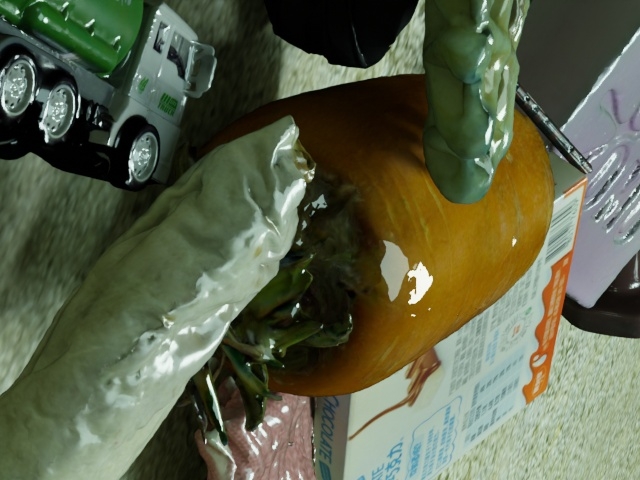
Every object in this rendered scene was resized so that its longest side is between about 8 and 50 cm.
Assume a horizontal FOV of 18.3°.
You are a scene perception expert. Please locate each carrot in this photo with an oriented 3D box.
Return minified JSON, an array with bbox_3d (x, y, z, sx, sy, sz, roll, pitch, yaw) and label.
[{"bbox_3d":[0.000,0.000,1.294,0.331,0.214,0.193,-31,115,-61],"label":"carrot"}]

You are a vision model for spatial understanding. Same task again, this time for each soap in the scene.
[{"bbox_3d":[0.241,-0.109,1.727,0.285,0.107,0.296,-53,151,4],"label":"soap"}]

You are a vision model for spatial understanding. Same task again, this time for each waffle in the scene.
[{"bbox_3d":[0.100,-0.187,1.195,0.309,0.056,0.292,88,12,-48],"label":"waffle"}]

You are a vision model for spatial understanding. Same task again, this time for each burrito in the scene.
[{"bbox_3d":[-0.133,0.094,1.095,0.392,0.076,0.117,-51,159,-6],"label":"burrito"}]

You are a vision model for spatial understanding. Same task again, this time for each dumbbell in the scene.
[{"bbox_3d":[0.305,-0.020,2.007,0.124,0.140,0.225,-62,154,-48],"label":"dumbbell"}]

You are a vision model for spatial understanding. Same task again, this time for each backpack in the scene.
[{"bbox_3d":[0.021,-0.200,1.305,0.106,0.120,0.165,-48,161,-43],"label":"backpack"}]

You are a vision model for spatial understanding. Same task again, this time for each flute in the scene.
[{"bbox_3d":[0.131,-0.140,1.534,0.269,0.014,0.014,46,58,-27],"label":"flute"}]

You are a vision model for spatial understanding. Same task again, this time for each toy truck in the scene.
[{"bbox_3d":[-0.149,-0.108,1.011,0.242,0.101,0.125,33,71,-65],"label":"toy truck"}]

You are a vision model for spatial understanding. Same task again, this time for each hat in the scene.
[{"bbox_3d":[-0.045,0.219,1.433,0.237,0.107,0.286,-38,127,-68],"label":"hat"}]

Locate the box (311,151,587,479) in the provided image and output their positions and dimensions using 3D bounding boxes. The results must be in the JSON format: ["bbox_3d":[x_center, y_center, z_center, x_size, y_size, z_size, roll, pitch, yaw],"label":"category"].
[{"bbox_3d":[0.100,0.094,1.608,0.265,0.048,0.273,-34,148,-31],"label":"box"}]
